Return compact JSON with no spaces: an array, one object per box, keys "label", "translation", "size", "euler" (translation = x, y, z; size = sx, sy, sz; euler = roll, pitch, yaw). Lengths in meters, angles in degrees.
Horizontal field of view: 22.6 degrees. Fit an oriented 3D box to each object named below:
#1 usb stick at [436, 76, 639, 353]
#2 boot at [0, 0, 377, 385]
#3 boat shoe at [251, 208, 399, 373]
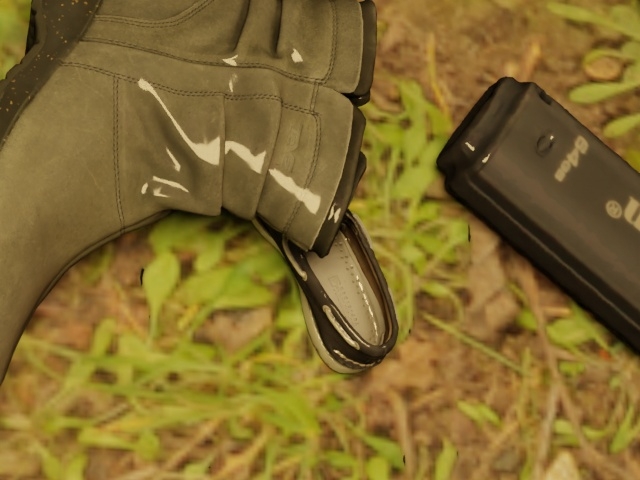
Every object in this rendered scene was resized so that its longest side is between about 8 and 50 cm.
[{"label":"usb stick","translation":[0.179,0.028,0.796],"size":[0.278,0.045,0.077],"euler":[40,64,-6]},{"label":"boot","translation":[-0.063,-0.025,0.679],"size":[0.161,0.083,0.246],"euler":[19,65,-4]},{"label":"boat shoe","translation":[0.000,0.000,0.735],"size":[0.046,0.038,0.125],"euler":[-16,80,-26]}]
